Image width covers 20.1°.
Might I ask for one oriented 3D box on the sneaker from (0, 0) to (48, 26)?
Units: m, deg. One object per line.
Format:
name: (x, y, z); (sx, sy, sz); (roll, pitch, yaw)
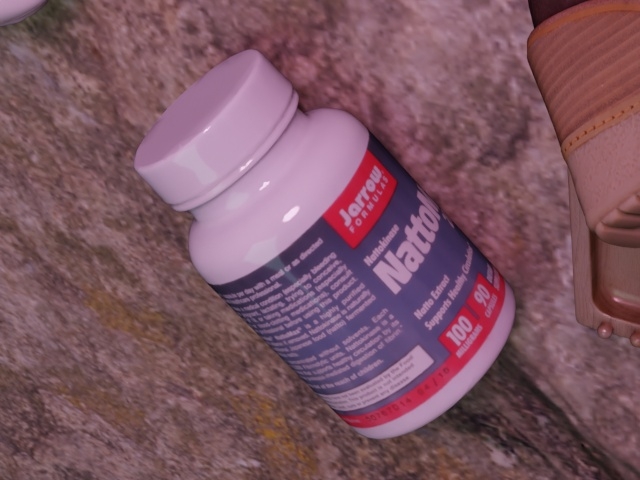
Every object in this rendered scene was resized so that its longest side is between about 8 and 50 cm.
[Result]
sneaker: (-0.210, -0.213, 0.777); (0.129, 0.111, 0.297); (-17, 124, 42)

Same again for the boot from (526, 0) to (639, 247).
boot: (0.135, -0.130, 0.516); (0.090, 0.207, 0.248); (9, 156, -26)

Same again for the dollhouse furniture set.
dollhouse furniture set: (0.163, 0.038, 0.771); (0.151, 0.123, 0.144); (16, 143, 23)

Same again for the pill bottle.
pill bottle: (0.000, 0.000, 0.870); (0.180, 0.108, 0.108); (46, 144, -20)
